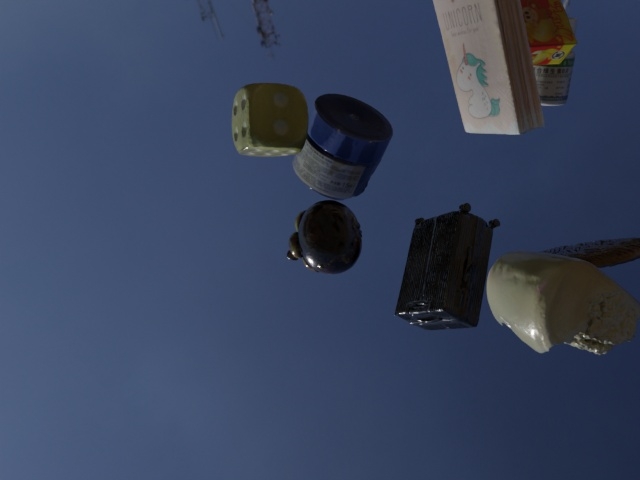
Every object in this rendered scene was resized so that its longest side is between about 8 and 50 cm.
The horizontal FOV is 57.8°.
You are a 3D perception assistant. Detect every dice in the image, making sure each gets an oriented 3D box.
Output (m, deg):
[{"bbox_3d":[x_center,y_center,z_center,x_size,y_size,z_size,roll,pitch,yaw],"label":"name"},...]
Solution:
[{"bbox_3d":[-0.137,-0.318,1.549,0.169,0.169,0.166,-1,180,-24],"label":"dice"}]

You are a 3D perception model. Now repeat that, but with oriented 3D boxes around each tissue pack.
[{"bbox_3d":[0.293,-0.352,1.037,0.071,0.325,0.170,-24,-162,-17],"label":"tissue pack"}]

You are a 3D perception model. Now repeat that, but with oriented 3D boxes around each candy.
[{"bbox_3d":[0.445,-0.488,1.367,0.276,0.088,0.146,-8,-108,-12],"label":"candy"}]

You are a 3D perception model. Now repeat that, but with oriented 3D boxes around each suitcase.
[{"bbox_3d":[0.364,0.085,1.676,0.229,0.152,0.335,-19,-129,57],"label":"suitcase"}]

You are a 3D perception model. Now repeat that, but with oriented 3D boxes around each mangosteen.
[{"bbox_3d":[0.000,0.000,1.487,0.217,0.192,0.192,-18,-140,24],"label":"mangosteen"}]

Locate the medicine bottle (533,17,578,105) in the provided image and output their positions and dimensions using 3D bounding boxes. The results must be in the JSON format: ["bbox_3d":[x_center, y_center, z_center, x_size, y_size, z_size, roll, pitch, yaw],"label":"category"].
[{"bbox_3d":[0.656,-0.513,1.660,0.139,0.237,0.139,2,-156,-1],"label":"medicine bottle"}]

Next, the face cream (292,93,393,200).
[{"bbox_3d":[0.059,-0.276,1.716,0.249,0.225,0.249,17,-142,-14],"label":"face cream"}]

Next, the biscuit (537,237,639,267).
[{"bbox_3d":[0.677,0.036,1.498,0.318,0.040,0.318,-11,-177,1],"label":"biscuit"}]

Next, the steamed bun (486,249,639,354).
[{"bbox_3d":[0.415,0.118,1.051,0.170,0.200,0.225,-61,-162,-2],"label":"steamed bun"}]
